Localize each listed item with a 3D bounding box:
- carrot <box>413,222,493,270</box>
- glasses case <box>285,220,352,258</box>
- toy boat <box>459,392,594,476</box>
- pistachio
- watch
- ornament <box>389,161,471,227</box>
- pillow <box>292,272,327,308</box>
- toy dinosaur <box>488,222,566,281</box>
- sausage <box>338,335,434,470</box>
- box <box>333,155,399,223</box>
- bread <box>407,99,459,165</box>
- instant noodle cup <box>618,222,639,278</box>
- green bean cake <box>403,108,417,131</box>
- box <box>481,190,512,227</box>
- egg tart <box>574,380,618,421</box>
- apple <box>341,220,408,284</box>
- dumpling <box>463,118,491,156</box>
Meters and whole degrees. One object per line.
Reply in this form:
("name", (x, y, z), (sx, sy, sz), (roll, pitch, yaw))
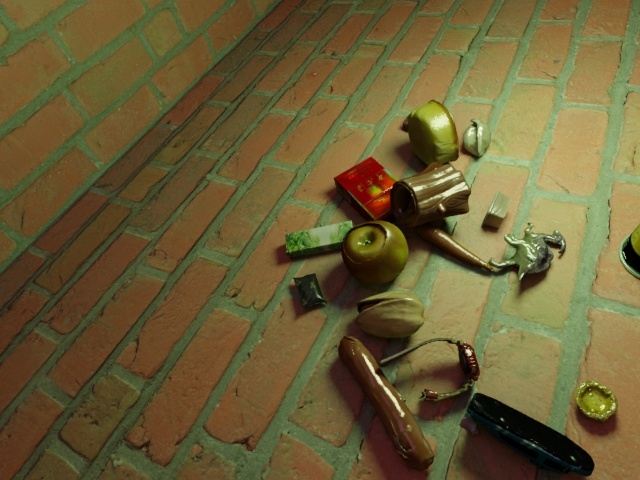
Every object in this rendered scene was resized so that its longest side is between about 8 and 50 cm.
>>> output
("carrot", (0.464, 0.018, 1.470), (0.335, 0.069, 0.069), (36, 69, 29))
("glasses case", (0.000, 0.000, 1.613), (0.271, 0.062, 0.096), (-11, 56, 8))
("toy boat", (0.517, 0.513, 1.046), (0.298, 0.134, 0.092), (24, 100, 28))
("pistachio", (0.220, 0.234, 1.310), (0.229, 0.157, 0.158), (-8, 50, 25))
("watch", (0.322, 0.377, 1.189), (0.268, 0.102, 0.165), (-22, 71, -1))
("ornament", (0.382, -0.156, 1.489), (0.217, 0.221, 0.236), (-17, 68, -20))
("pillow", (-0.040, 0.180, 1.491), (0.090, 0.048, 0.150), (-22, 48, 2))
("toy dinosaur", (0.700, 0.031, 1.376), (0.294, 0.077, 0.162), (-41, 53, -18))
("sausage", (0.178, 0.453, 1.187), (0.094, 0.094, 0.419), (4, 37, -38))
("box", (0.220, -0.198, 1.689), (0.197, 0.089, 0.313), (-31, 52, -10))
("bread", (0.470, -0.436, 1.696), (0.147, 0.270, 0.270), (-25, 50, -3))
("instant noodle cup", (1.038, -0.009, 1.210), (0.215, 0.236, 0.216), (-9, 52, 12))
("green bean cake", (0.470, -0.559, 1.920), (0.135, 0.056, 0.136), (26, 64, 30))
("box", (0.647, -0.109, 1.499), (0.062, 0.089, 0.122), (25, 63, 18))
("egg tart", (0.724, 0.425, 1.084), (0.104, 0.039, 0.105), (-8, 51, 10))
("apple", (0.189, 0.035, 1.435), (0.236, 0.208, 0.237), (-10, 49, 11))
("dumpling", (0.658, -0.444, 1.729), (0.118, 0.136, 0.199), (-12, 40, 16))
